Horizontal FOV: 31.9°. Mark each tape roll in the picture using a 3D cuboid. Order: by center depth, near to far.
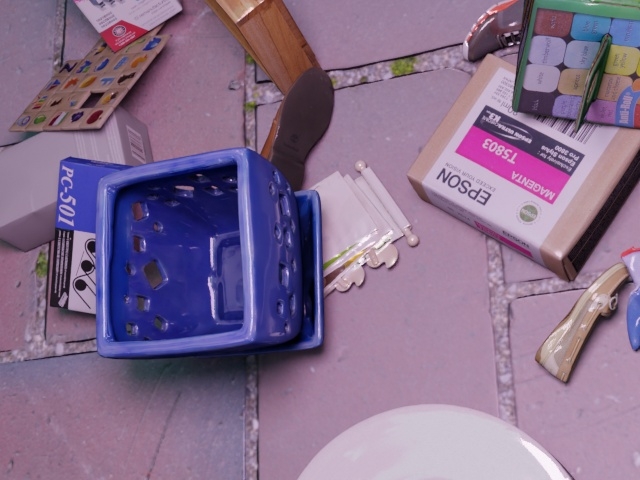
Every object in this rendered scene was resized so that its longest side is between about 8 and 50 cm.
[{"bbox_3d":[0.128,0.381,1.267,0.392,0.072,0.392,-7,69,20],"label":"tape roll"}]

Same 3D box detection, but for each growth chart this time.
[{"bbox_3d":[0.000,0.000,1.485,0.237,0.021,0.172,-29,64,10],"label":"growth chart"}]

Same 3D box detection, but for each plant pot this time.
[{"bbox_3d":[-0.123,0.032,1.392,0.236,0.212,0.236,-9,76,31],"label":"plant pot"}]

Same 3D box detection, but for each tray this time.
[{"bbox_3d":[-0.162,-0.400,1.592,0.076,0.203,0.411,-39,62,0],"label":"tray"}]

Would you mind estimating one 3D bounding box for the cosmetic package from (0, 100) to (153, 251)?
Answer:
[{"bbox_3d":[-0.367,-0.091,1.623,0.238,0.107,0.127,-22,64,16],"label":"cosmetic package"}]

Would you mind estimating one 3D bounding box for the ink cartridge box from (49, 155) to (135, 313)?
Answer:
[{"bbox_3d":[-0.312,-0.005,1.535,0.097,0.046,0.207,9,103,6],"label":"ink cartridge box"}]

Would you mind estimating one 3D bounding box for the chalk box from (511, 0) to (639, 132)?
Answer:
[{"bbox_3d":[0.324,-0.250,1.284,0.179,0.180,0.289,8,52,6],"label":"chalk box"}]

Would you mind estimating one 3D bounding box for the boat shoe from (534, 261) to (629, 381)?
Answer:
[{"bbox_3d":[0.314,0.094,1.308,0.048,0.056,0.153,40,90,19],"label":"boat shoe"}]

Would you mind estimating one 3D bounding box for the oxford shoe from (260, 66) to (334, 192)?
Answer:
[{"bbox_3d":[-0.046,-0.144,1.533,0.076,0.076,0.212,-9,53,58],"label":"oxford shoe"}]

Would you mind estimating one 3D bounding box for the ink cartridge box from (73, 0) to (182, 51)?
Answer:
[{"bbox_3d":[-0.306,-0.400,1.647,0.128,0.176,0.127,-30,36,11],"label":"ink cartridge box"}]

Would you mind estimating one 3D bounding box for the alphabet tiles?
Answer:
[{"bbox_3d":[-0.329,-0.244,1.649,0.198,0.009,0.237,2,48,38],"label":"alphabet tiles"}]

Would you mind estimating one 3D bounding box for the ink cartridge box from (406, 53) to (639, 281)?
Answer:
[{"bbox_3d":[0.256,-0.093,1.379,0.234,0.088,0.193,31,84,27],"label":"ink cartridge box"}]

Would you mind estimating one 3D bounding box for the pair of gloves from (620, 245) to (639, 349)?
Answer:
[{"bbox_3d":[0.444,0.060,1.284,0.198,0.023,0.159,-18,66,16],"label":"pair of gloves"}]

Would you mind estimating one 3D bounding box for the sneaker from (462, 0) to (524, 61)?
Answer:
[{"bbox_3d":[0.257,-0.280,1.464,0.158,0.061,0.065,-39,68,6],"label":"sneaker"}]
